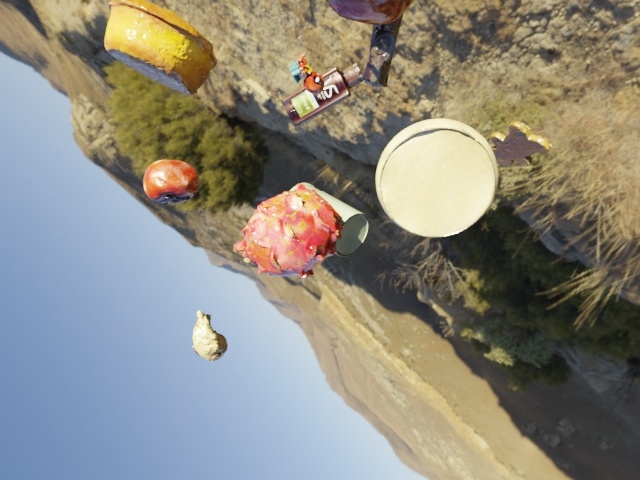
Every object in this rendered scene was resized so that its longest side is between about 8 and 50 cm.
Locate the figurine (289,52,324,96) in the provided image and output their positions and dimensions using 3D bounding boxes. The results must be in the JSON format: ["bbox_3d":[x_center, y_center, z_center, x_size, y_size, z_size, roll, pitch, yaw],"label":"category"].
[{"bbox_3d":[-0.041,-0.534,1.327,0.140,0.075,0.068,46,-142,-34],"label":"figurine"}]

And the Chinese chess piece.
[{"bbox_3d":[0.327,-0.172,1.158,0.338,0.338,0.140,49,-156,-8],"label":"Chinese chess piece"}]

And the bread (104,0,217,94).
[{"bbox_3d":[-0.454,-0.545,1.145,0.312,0.172,0.312,23,180,0],"label":"bread"}]

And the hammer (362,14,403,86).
[{"bbox_3d":[0.219,-0.719,1.517,0.096,0.242,0.408,9,-154,0],"label":"hammer"}]

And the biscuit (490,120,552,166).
[{"bbox_3d":[0.786,-0.382,1.643,0.197,0.049,0.301,43,173,5],"label":"biscuit"}]

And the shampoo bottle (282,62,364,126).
[{"bbox_3d":[0.015,-0.577,1.588,0.129,0.323,0.084,62,-162,-12],"label":"shampoo bottle"}]

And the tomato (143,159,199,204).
[{"bbox_3d":[-0.528,-0.212,1.437,0.187,0.187,0.151,104,164,-81],"label":"tomato"}]

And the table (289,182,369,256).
[{"bbox_3d":[0.011,-0.060,1.096,0.220,0.126,0.126,33,165,39],"label":"table"}]

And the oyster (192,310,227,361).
[{"bbox_3d":[-0.161,0.148,0.628,0.038,0.080,0.083,-3,172,24],"label":"oyster"}]

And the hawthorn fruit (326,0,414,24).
[{"bbox_3d":[0.104,-0.687,1.010,0.300,0.254,0.254,43,171,33],"label":"hawthorn fruit"}]

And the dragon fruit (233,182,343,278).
[{"bbox_3d":[-0.079,-0.009,0.925,0.205,0.268,0.209,20,-128,-69],"label":"dragon fruit"}]
